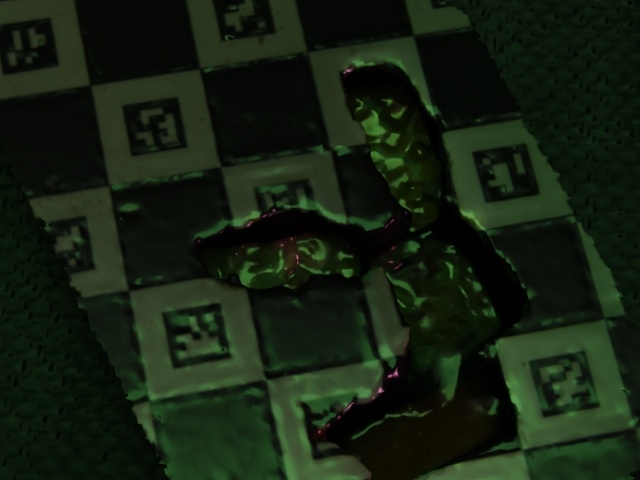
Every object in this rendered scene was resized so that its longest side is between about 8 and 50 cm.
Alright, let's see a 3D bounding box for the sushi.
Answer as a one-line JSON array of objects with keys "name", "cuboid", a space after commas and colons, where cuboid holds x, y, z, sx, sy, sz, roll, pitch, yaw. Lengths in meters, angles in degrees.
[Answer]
[{"name": "sushi", "cuboid": [0.000, 0.000, 0.691, 0.193, 0.043, 0.279, -25, 70, -13]}]
